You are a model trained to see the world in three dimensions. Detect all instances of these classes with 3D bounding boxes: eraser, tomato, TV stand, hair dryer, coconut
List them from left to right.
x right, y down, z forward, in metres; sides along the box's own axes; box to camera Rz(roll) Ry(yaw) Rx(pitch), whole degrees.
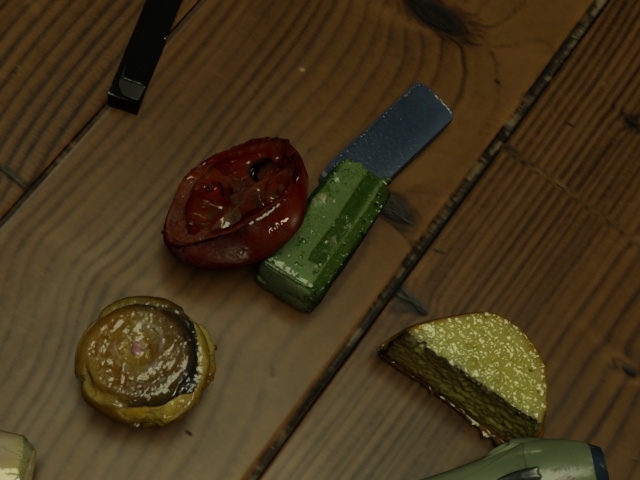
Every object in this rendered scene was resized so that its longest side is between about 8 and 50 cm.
[{"bbox_3d":[-0.432,0.296,1.596,0.122,0.116,0.116,14,69,-3],"label":"coconut"},{"bbox_3d":[-0.253,-0.312,1.876,0.048,0.040,0.257,19,69,-3],"label":"TV stand"},{"bbox_3d":[-0.106,-0.038,1.742,0.228,0.228,0.101,-48,124,-21],"label":"tomato"},{"bbox_3d":[0.100,-0.140,1.879,0.082,0.036,0.225,43,70,7],"label":"eraser"},{"bbox_3d":[0.220,0.394,1.651,0.295,0.119,0.298,7,68,16],"label":"hair dryer"}]

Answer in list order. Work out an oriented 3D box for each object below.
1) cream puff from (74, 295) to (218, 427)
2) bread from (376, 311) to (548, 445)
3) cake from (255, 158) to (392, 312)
[{"bbox_3d":[-0.229,0.163,1.668,0.189,0.129,0.189,0,70,0],"label":"cream puff"},{"bbox_3d":[0.221,0.170,1.745,0.260,0.129,0.134,32,61,1],"label":"bread"},{"bbox_3d":[0.006,-0.007,1.802,0.100,0.099,0.235,33,59,4],"label":"cake"}]
